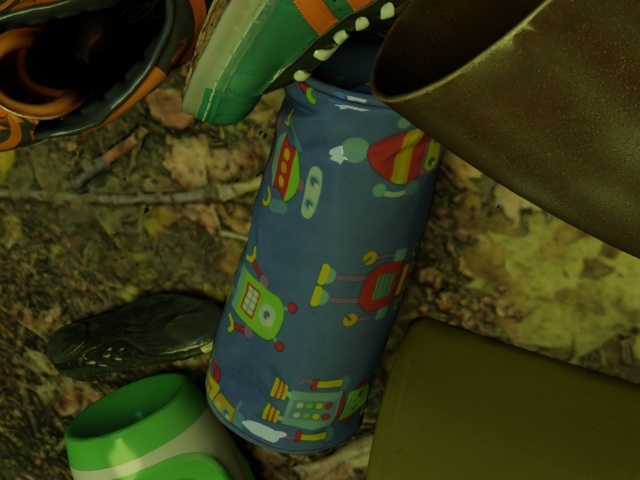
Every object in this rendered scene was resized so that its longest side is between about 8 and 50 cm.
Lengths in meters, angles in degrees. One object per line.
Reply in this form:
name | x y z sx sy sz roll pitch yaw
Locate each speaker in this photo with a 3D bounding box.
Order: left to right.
speaker | -0.097 0.261 1.137 0.131 0.131 0.296 -15 107 28

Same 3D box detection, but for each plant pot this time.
plant pot | 0.116 0.213 0.984 0.212 0.187 0.212 17 120 16
plant pot | 0.185 -0.087 0.820 0.230 0.215 0.215 42 124 -18

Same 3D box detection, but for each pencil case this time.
pencil case | 0.000 0.000 0.974 0.133 0.119 0.306 33 125 29

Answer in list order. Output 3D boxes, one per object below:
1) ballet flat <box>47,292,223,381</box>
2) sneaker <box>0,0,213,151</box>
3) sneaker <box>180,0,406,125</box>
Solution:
ballet flat | -0.143 0.079 1.126 0.173 0.057 0.049 -11 149 28
sneaker | -0.206 -0.125 0.969 0.321 0.180 0.124 -22 103 30
sneaker | 0.026 -0.168 0.812 0.121 0.108 0.302 28 123 -16
